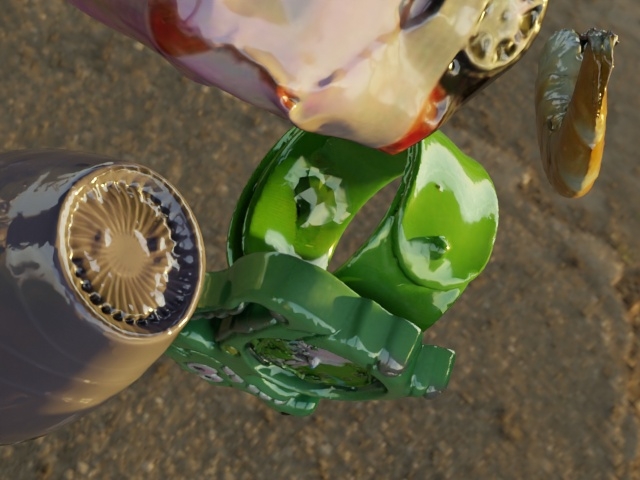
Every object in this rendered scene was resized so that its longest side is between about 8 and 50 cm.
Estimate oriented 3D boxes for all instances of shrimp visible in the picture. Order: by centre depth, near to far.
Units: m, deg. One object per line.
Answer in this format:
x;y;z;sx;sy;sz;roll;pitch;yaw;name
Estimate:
0.174;-0.113;0.841;0.049;0.166;0.161;5;60;7;shrimp

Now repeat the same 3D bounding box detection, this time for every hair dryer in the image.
-0.257;-0.003;0.473;0.361;0.301;0.121;25;60;-40;hair dryer

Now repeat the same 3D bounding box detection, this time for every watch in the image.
0.000;0.000;0.642;0.131;0.165;0.152;33;62;-34;watch

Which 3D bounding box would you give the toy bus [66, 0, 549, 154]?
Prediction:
0.029;-0.180;0.376;0.147;0.302;0.127;12;18;-43;toy bus
